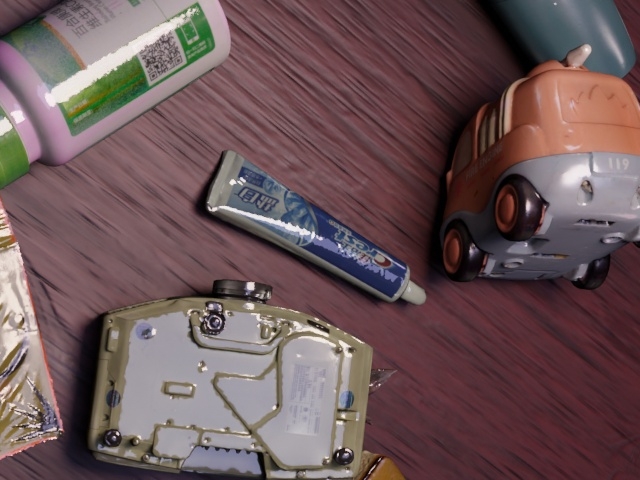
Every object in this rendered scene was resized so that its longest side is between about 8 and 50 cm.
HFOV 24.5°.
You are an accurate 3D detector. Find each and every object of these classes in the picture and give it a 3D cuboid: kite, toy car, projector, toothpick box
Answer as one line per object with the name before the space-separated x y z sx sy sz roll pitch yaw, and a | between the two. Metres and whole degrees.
kite | -0.381 0.112 1.379 0.327 0.013 0.377 30 75 -22
toy car | 0.237 -0.072 1.556 0.181 0.270 0.212 4 68 -20
projector | -0.086 0.137 1.450 0.270 0.088 0.193 7 84 -11
toothpick box | 0.269 -0.248 1.639 0.120 0.120 0.184 -41 108 -21

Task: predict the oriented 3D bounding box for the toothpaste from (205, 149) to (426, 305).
toothpaste | 0.001 -0.001 1.547 0.268 0.047 0.069 30 89 -18

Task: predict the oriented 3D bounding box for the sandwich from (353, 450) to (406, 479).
sandwich | 0.048 0.343 1.549 0.162 0.058 0.193 47 72 -17

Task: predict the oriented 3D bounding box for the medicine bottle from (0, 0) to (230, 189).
medicine bottle | -0.227 -0.158 1.394 0.274 0.133 0.133 -37 103 -22

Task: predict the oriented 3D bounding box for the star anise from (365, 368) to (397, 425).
star anise | 0.023 0.160 1.541 0.129 0.056 0.124 -20 95 -21
